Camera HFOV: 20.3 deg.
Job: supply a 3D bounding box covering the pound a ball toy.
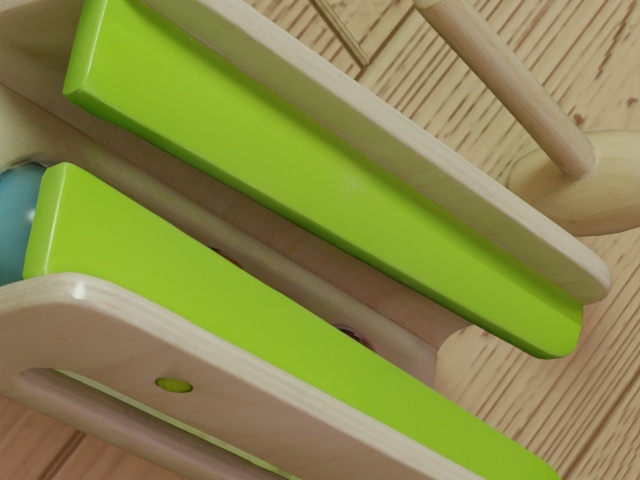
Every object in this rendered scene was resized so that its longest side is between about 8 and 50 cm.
[{"bbox_3d":[0.000,0.000,0.676,0.319,0.135,0.208,31,57,-41],"label":"pound a ball toy"}]
